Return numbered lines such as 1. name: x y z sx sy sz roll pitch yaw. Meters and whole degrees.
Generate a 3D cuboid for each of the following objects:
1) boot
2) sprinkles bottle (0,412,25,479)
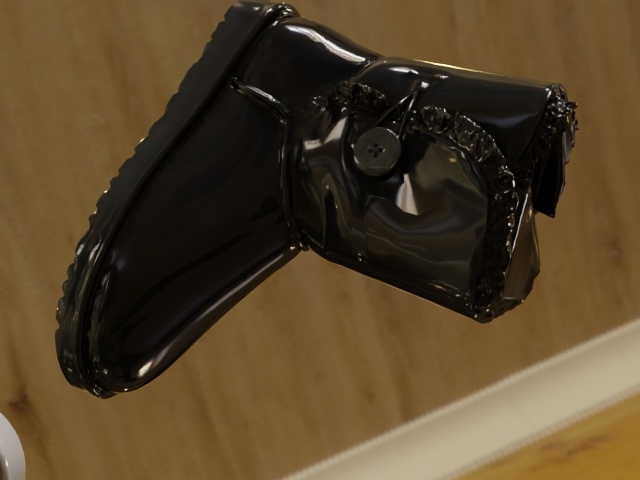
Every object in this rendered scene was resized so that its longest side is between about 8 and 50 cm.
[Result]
1. boot: 0.000 0.000 0.854 0.247 0.207 0.094 -61 -27 -13
2. sprinkles bottle: -0.322 0.208 1.164 0.121 0.355 0.121 2 -80 9
